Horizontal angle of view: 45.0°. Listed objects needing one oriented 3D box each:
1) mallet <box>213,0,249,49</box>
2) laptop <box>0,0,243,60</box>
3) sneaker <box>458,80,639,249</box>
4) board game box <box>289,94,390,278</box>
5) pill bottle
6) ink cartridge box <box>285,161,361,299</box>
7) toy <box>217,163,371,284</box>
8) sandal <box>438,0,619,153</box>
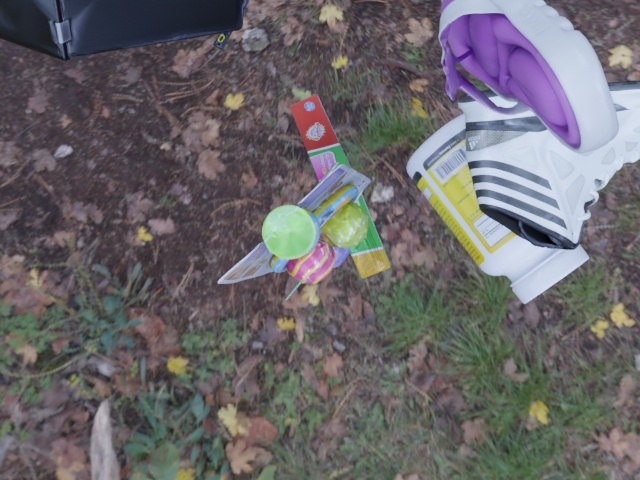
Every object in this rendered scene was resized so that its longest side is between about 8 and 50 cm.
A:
[{"bbox_3d":[-0.106,-0.382,1.211,0.062,0.039,0.189,22,91,9],"label":"mallet"},{"bbox_3d":[-0.338,-0.471,1.041,0.408,0.236,0.381,20,132,18],"label":"laptop"},{"bbox_3d":[0.422,-0.121,1.246,0.448,0.169,0.257,-7,98,-22],"label":"sneaker"},{"bbox_3d":[0.037,-0.113,1.562,0.064,0.316,0.242,-23,131,3],"label":"board game box"},{"bbox_3d":[0.324,-0.059,1.406,0.188,0.188,0.334,-38,79,12],"label":"pill bottle"},{"bbox_3d":[-0.013,-0.019,1.135,0.062,0.209,0.109,37,128,-5],"label":"ink cartridge box"},{"bbox_3d":[0.000,0.000,0.709,0.137,0.237,0.056,-44,81,7],"label":"toy"},{"bbox_3d":[0.177,-0.197,0.830,0.102,0.416,0.169,-26,112,3],"label":"sandal"}]
